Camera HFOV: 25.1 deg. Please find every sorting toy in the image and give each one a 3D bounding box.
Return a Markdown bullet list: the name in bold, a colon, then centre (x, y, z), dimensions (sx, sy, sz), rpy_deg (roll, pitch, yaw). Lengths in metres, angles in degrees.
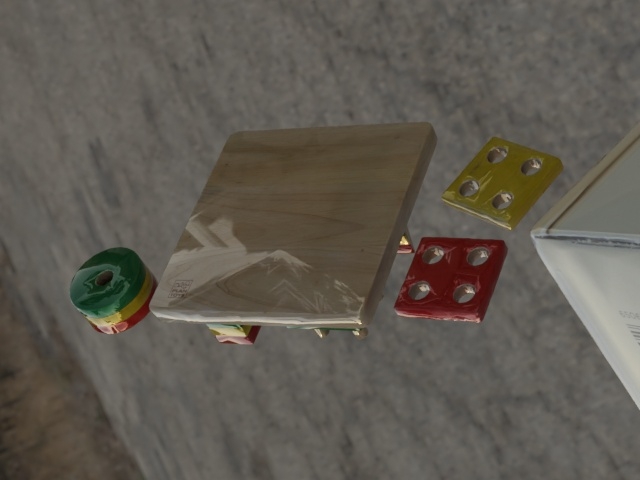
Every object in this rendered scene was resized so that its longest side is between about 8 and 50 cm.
- **sorting toy**: centre (0.000, 0.000, 0.787), dimensions (0.274, 0.132, 0.046), rpy_deg (-1, 141, 30)

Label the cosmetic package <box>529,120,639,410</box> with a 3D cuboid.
- **cosmetic package**: centre (0.253, -0.040, 0.599), dimensions (0.160, 0.309, 0.113), rpy_deg (56, 158, -20)
